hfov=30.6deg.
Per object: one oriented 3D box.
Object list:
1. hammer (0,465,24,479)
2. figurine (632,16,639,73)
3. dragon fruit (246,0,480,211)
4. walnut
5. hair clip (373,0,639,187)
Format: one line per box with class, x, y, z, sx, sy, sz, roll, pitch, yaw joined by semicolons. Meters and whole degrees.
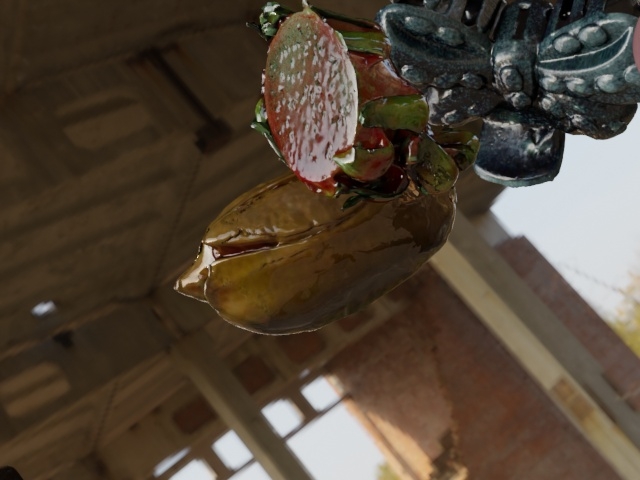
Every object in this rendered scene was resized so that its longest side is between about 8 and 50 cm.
hammer;-0.386;0.181;1.147;0.242;0.095;0.409;-12;-48;-41
figurine;0.207;-0.111;0.641;0.071;0.083;0.067;-5;-14;19
dragon fruit;0.024;-0.085;0.828;0.138;0.175;0.142;-10;61;63
walnut;0.000;0.000;0.944;0.245;0.137;0.137;-26;-19;-12
hair clip;0.208;-0.184;1.190;0.206;0.310;0.194;67;-142;-52
